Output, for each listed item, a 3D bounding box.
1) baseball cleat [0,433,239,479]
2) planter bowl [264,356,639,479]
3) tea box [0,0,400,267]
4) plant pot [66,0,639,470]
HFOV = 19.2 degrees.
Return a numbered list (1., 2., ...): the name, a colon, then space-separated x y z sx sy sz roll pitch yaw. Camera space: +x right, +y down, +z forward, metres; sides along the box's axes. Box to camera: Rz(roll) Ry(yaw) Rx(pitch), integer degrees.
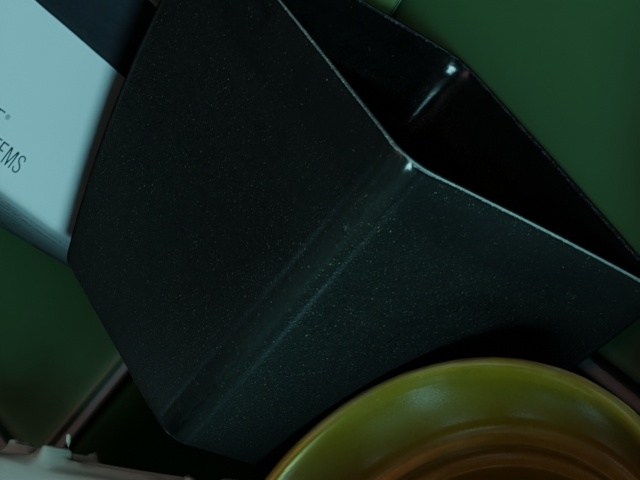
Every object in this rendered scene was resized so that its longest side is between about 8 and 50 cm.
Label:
1. baseball cleat: -0.079 0.153 0.871 0.206 0.072 0.109 7 84 39
2. planter bowl: 0.066 0.161 0.740 0.217 0.090 0.217 -16 57 26
3. tea box: -0.133 -0.191 0.921 0.220 0.329 0.323 27 80 41
4. plant pot: 0.000 0.000 0.829 0.167 0.187 0.188 -49 47 16
